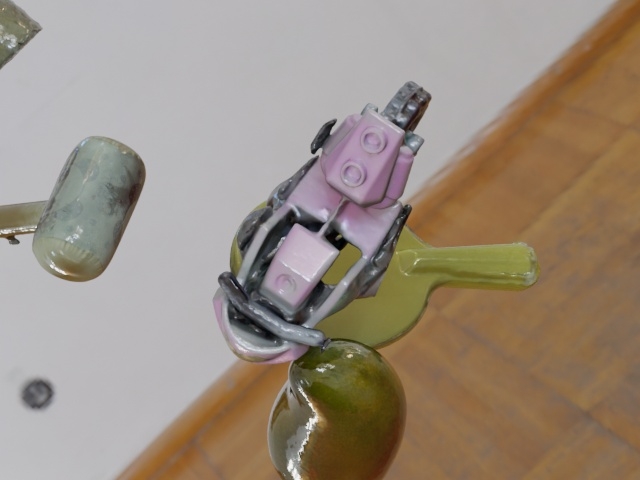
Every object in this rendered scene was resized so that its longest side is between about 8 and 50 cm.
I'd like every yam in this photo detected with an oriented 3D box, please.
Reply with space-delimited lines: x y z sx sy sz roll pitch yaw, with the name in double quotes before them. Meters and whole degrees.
"yam" -0.406 -0.255 1.556 0.107 0.194 0.107 -52 -2 -2

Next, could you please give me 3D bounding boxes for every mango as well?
"mango" 0.021 0.191 1.499 0.289 0.146 0.129 109 177 -57

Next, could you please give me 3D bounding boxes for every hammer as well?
"hammer" -0.378 -0.032 1.929 0.305 0.113 0.202 -8 49 42

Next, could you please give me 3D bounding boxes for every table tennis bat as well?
"table tennis bat" 0.076 0.031 1.608 0.054 0.369 0.224 110 153 -51

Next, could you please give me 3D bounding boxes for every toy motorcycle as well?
"toy motorcycle" 0.000 0.000 1.316 0.327 0.143 0.188 -57 -4 32
